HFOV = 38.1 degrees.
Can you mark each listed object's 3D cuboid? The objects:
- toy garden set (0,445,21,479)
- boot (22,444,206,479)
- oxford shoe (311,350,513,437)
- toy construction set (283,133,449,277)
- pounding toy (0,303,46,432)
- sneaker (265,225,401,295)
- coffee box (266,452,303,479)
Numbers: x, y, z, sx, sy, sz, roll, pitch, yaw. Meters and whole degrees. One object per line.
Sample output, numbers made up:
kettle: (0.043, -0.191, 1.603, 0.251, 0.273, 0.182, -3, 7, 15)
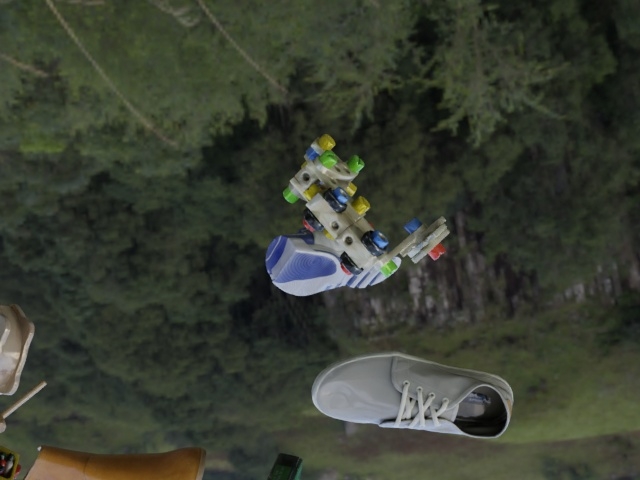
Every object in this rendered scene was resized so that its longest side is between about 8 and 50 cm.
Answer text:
toy garden set: (-0.587, 0.390, 1.495, 0.203, 0.244, 0.049, 35, 113, -25)
boot: (-0.320, 0.354, 1.388, 0.211, 0.104, 0.295, 29, 135, -21)
oxford shoe: (0.207, 0.336, 1.969, 0.449, 0.169, 0.130, 7, -161, -9)
toy construction set: (0.071, -0.048, 1.682, 0.151, 0.327, 0.215, -58, 170, 21)
pounding toy: (-0.702, 0.272, 2.039, 0.154, 0.270, 0.154, 14, 176, 37)
sneaker: (0.001, 0.000, 1.838, 0.315, 0.182, 0.127, 2, 138, -45)
coffee box: (-0.066, 0.408, 1.303, 0.040, 0.184, 0.113, 11, -160, 8)
